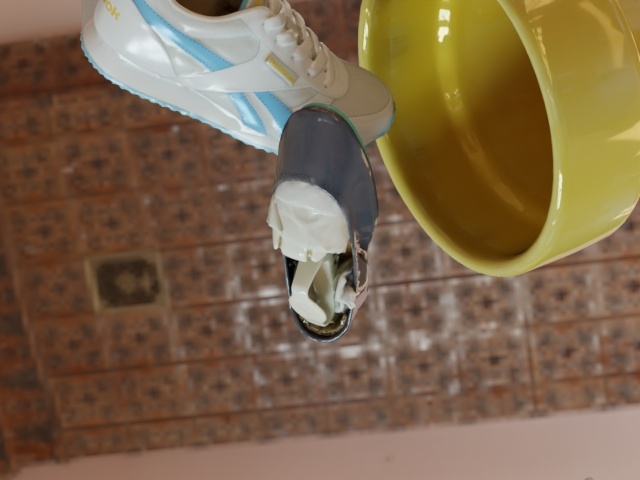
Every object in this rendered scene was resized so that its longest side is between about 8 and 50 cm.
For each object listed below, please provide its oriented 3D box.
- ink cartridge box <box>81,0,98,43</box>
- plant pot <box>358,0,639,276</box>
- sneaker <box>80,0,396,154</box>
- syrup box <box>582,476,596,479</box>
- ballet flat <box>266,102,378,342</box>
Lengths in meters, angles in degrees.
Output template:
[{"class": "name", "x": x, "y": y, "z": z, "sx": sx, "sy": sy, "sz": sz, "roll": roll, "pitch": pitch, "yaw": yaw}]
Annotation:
[{"class": "ink cartridge box", "x": -0.183, "y": -0.267, "z": 1.853, "sx": 0.176, "sy": 0.128, "sz": 0.127, "roll": 33, "pitch": -143, "yaw": -40}, {"class": "plant pot", "x": 0.192, "y": -0.127, "z": 1.131, "sx": 0.254, "sy": 0.239, "sz": 0.254, "roll": 44, "pitch": 144, "yaw": 44}, {"class": "sneaker", "x": -0.041, "y": -0.125, "z": 1.035, "sx": 0.092, "sy": 0.228, "sz": 0.087, "roll": -53, "pitch": 33, "yaw": 34}, {"class": "syrup box", "x": 0.169, "y": 0.302, "z": 1.182, "sx": 0.237, "sy": 0.093, "sz": 0.096, "roll": -51, "pitch": 14, "yaw": 31}, {"class": "ballet flat", "x": 0.000, "y": 0.000, "z": 1.011, "sx": 0.203, "sy": 0.074, "sz": 0.074, "roll": 86, "pitch": -176, "yaw": -52}]
